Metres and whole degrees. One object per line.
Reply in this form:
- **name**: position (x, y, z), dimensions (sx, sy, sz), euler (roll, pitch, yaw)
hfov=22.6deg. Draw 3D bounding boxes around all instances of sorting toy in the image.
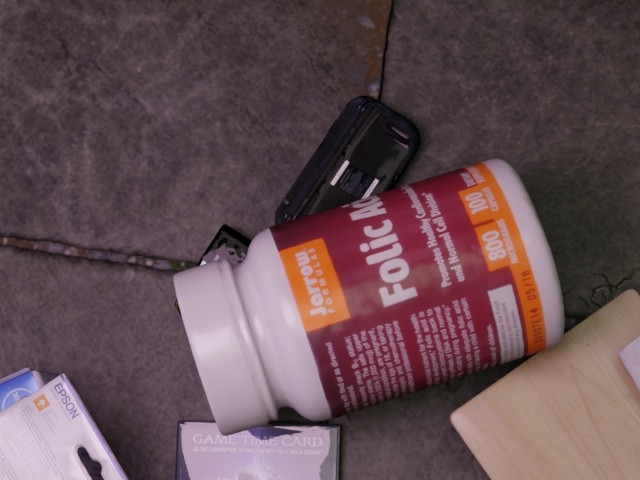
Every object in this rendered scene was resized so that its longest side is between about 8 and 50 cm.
- **sorting toy**: position (0.323, 0.234, 1.819), dimensions (0.255, 0.089, 0.257), euler (-35, 80, 0)

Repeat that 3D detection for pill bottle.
- **pill bottle**: position (0.050, 0.067, 1.766), dimensions (0.392, 0.224, 0.224), euler (-18, 80, -3)

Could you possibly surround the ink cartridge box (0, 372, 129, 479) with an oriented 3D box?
- **ink cartridge box**: position (-0.315, 0.295, 1.752), dimensions (0.224, 0.045, 0.223), euler (-32, 80, 0)

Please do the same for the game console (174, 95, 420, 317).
- **game console**: position (0.000, 0.000, 1.915), dimensions (0.213, 0.044, 0.361), euler (33, 87, 8)

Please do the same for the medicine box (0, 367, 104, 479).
- **medicine box**: position (-0.376, 0.333, 1.853), dimensions (0.263, 0.149, 0.289), euler (-24, 79, 2)

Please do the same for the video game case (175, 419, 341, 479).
- **video game case**: position (-0.077, 0.351, 1.879), dimensions (0.196, 0.026, 0.274), euler (1, 81, 7)

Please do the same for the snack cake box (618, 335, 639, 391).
- **snack cake box**: position (0.478, 0.129, 1.755), dimensions (0.264, 0.089, 0.152), euler (-21, 73, -28)
